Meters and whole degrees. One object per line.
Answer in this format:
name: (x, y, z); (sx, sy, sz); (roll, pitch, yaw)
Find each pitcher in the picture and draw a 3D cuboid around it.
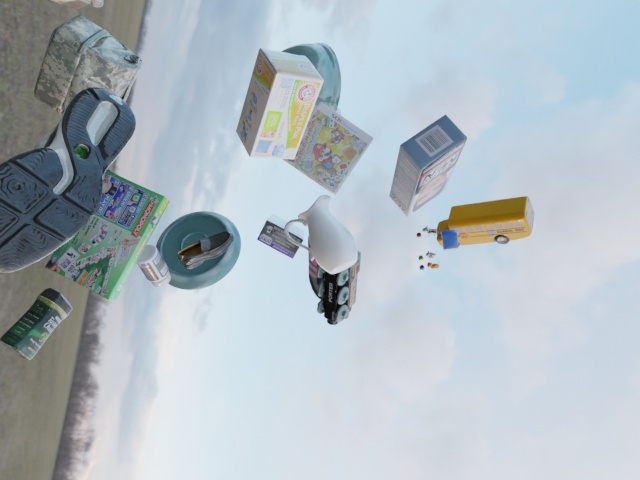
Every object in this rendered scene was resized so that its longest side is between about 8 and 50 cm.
pitcher: (0.000, 0.000, 1.513); (0.177, 0.125, 0.207); (-32, -106, 17)

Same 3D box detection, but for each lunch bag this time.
lunch bag: (-0.758, -0.537, 1.740); (0.305, 0.256, 0.213); (-50, -163, 30)

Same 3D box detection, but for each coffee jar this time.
coffee jar: (-0.764, 0.223, 1.424); (0.184, 0.079, 0.096); (-60, 162, -30)

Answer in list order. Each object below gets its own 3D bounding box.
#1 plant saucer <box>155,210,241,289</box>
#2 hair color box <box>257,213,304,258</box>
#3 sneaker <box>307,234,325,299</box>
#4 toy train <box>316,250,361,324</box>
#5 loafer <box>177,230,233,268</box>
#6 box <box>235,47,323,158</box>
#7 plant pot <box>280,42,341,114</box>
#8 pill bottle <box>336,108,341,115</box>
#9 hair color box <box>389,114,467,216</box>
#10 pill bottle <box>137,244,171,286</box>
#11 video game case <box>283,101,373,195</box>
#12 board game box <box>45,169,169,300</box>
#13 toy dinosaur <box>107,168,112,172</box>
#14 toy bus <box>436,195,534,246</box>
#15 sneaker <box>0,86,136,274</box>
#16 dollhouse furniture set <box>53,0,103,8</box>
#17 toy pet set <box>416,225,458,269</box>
plant saucer: (-0.441, 0.022, 1.858); (0.044, 0.317, 0.318); (78, 8, -59)
hair color box: (-0.178, -0.026, 2.433); (0.110, 0.185, 0.339); (-61, -176, 5)
sneaker: (0.006, 0.109, 2.262); (0.131, 0.112, 0.319); (-177, -102, -76)
toy train: (0.082, 0.185, 2.167); (0.142, 0.190, 0.334); (18, -58, 31)
loafer: (-0.332, 0.021, 1.521); (0.062, 0.170, 0.061); (56, -3, 35)
box: (-0.091, -0.286, 1.118); (0.103, 0.114, 0.203); (60, -40, 37)
plant pot: (-0.091, -0.525, 1.784); (0.293, 0.196, 0.293); (18, -69, 57)
pill bottle: (0.023, -0.412, 2.184); (0.146, 0.146, 0.264); (174, -89, -67)
hair color box: (0.350, -0.237, 1.766); (0.114, 0.185, 0.374); (53, -10, 17)
pill bottle: (-0.544, 0.086, 1.715); (0.078, 0.078, 0.137); (-103, 179, -45)
video game case: (0.023, -0.287, 1.629); (0.227, 0.206, 0.026); (-56, -179, -13)
board game box: (-0.591, -0.020, 1.465); (0.317, 0.213, 0.046); (-64, 171, -10)
toy dinosaur: (-0.838, -0.287, 1.932); (0.064, 0.268, 0.118); (-56, 141, -40)
toy bus: (0.564, -0.061, 1.834); (0.332, 0.130, 0.108); (-6, -134, 36)
sneaker: (-0.537, -0.085, 1.029); (0.257, 0.169, 0.448); (-30, -149, 42)
dollhouse furniture set: (-0.433, -0.641, 1.101); (0.303, 0.355, 0.174); (-28, 105, -70)
toy pet set: (0.330, 0.011, 1.485); (0.065, 0.114, 0.122); (66, 19, -59)
